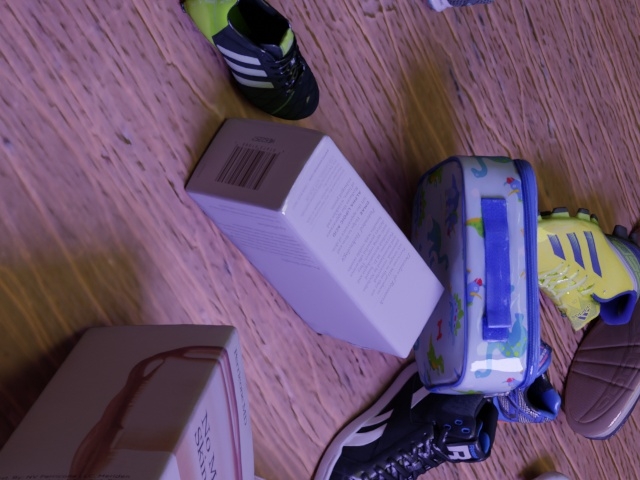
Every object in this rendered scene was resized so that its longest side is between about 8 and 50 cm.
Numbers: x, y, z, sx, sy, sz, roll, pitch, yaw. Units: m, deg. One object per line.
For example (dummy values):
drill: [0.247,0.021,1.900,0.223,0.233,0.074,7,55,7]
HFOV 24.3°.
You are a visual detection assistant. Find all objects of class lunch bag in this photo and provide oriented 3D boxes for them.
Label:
lunch bag: [0.144,0.035,1.373,0.090,0.176,0.218,1,80,-10]

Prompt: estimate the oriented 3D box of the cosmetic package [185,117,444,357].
cosmetic package: [0.000,0.000,1.274,0.085,0.117,0.231,-60,137,-18]

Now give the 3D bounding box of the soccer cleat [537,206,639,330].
soccer cleat: [0.269,0.034,1.600,0.289,0.093,0.121,13,77,-52]

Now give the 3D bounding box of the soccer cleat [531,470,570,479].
soccer cleat: [0.251,0.359,1.694,0.076,0.068,0.196,-3,100,-33]

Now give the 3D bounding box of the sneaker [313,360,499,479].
sneaker: [0.090,0.204,1.421,0.217,0.121,0.079,-50,131,-29]

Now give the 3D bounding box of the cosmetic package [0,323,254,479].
cosmetic package: [-0.140,0.185,1.042,0.296,0.129,0.153,-70,156,-66]

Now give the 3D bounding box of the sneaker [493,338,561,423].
sneaker: [0.200,0.107,1.550,0.083,0.087,0.221,-49,132,-30]

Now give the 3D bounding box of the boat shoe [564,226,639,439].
boat shoe: [0.375,0.115,1.744,0.092,0.103,0.285,44,60,-40]

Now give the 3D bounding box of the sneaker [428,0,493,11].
sneaker: [0.171,-0.280,1.432,0.166,0.076,0.065,-56,136,-24]

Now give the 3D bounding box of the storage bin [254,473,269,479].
storage bin: [-0.082,0.352,1.260,0.260,0.123,0.262,48,64,-44]

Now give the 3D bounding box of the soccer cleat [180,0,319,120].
soccer cleat: [-0.044,-0.154,1.219,0.179,0.072,0.060,46,65,-44]
